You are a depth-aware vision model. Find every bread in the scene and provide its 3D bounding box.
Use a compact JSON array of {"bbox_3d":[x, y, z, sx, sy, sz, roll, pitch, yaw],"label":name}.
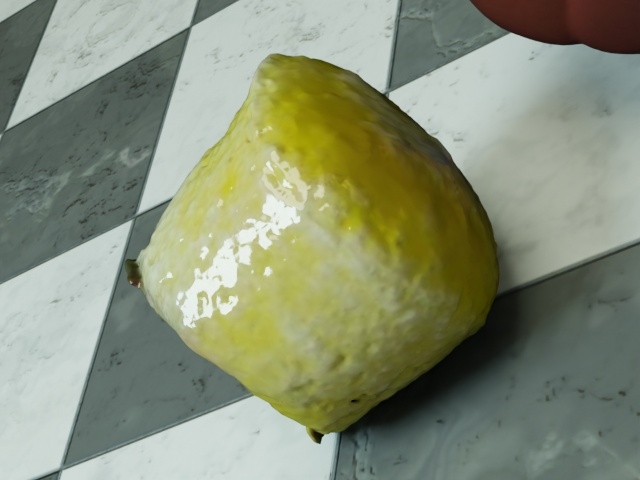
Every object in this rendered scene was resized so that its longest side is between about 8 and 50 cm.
[{"bbox_3d":[0.004,0.001,0.862,0.170,0.197,0.197,-44,31,14],"label":"bread"}]

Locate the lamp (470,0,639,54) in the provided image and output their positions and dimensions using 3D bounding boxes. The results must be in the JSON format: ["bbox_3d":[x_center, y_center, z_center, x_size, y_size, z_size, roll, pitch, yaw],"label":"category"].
[{"bbox_3d":[0.177,-0.256,0.876,0.303,0.257,0.303,-4,76,14],"label":"lamp"}]
